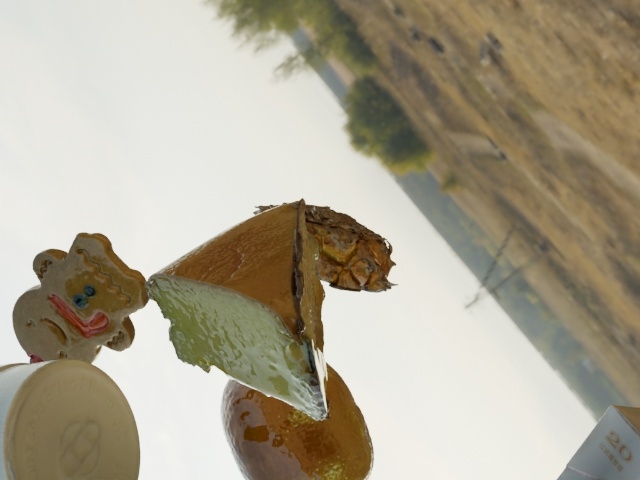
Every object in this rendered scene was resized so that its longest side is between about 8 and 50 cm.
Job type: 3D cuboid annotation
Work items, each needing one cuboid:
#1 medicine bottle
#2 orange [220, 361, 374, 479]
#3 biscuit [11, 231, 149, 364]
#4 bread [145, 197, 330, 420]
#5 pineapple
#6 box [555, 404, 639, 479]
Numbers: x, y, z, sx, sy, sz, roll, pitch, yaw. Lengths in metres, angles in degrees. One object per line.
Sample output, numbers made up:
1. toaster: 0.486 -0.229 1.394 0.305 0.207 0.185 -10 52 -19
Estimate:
1. medicine bottle: -0.366 0.229 1.142 0.190 0.332 0.189 20 -114 -53
2. orange: -0.029 0.259 1.427 0.158 0.179 0.237 172 74 -85
3. biscuit: -0.316 0.091 1.377 0.166 0.225 0.036 47 -152 -4
4. bread: -0.027 0.057 0.911 0.160 0.169 0.140 30 144 42
5. pineapple: 0.000 0.000 1.363 0.225 0.076 0.225 18 -167 -4
6. box: 0.240 0.243 0.893 0.150 0.233 0.067 11 -151 -38
